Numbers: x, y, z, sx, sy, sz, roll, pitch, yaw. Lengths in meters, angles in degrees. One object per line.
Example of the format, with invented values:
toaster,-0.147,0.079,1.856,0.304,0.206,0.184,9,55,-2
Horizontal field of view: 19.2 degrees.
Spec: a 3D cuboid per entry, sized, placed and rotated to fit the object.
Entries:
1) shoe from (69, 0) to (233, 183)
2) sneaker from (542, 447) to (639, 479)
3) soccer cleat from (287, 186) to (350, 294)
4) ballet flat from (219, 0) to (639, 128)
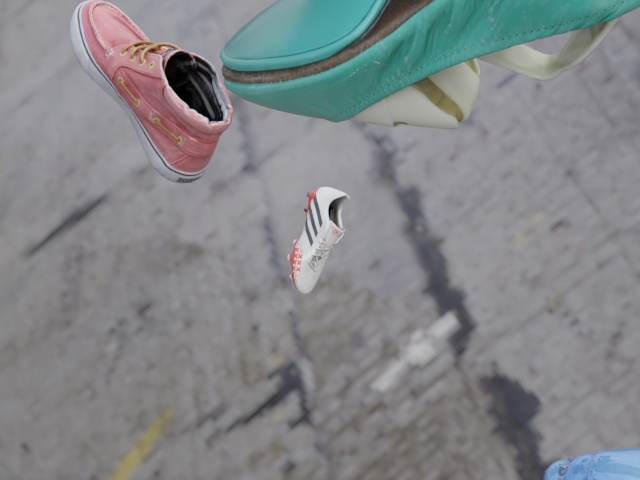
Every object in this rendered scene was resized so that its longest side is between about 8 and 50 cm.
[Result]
shoe,-0.131,-0.136,1.488,0.063,0.178,0.081,-19,-22,-38
sneaker,0.147,0.172,0.852,0.082,0.209,0.069,2,40,25
soccer cleat,0.000,0.000,1.417,0.035,0.029,0.083,6,77,40
ballet flat,0.054,-0.090,0.806,0.247,0.087,0.083,-22,29,47
